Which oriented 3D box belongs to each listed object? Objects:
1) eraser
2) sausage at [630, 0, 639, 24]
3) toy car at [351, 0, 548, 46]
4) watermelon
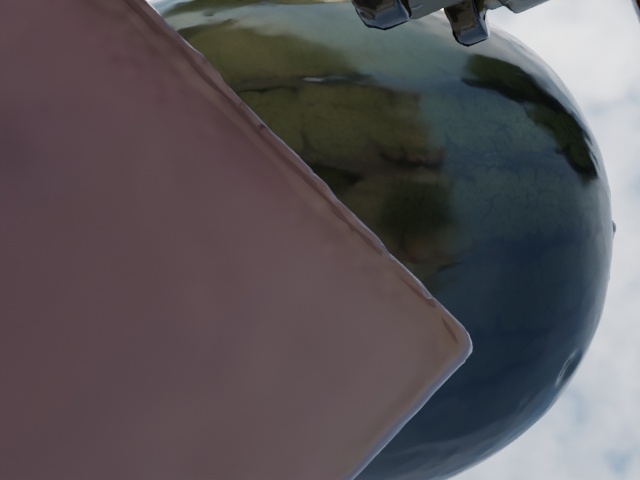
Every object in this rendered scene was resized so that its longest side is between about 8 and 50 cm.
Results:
[{"bbox_3d":[-0.179,0.065,0.492,0.359,0.272,0.122,-46,180,-16],"label":"eraser"},{"bbox_3d":[0.197,-0.133,0.973,0.076,0.076,0.197,-8,-64,44],"label":"sausage"},{"bbox_3d":[0.054,-0.136,0.653,0.112,0.139,0.112,-22,-98,13],"label":"toy car"},{"bbox_3d":[0.000,0.000,0.987,0.279,0.359,0.279,177,-90,-75],"label":"watermelon"}]
